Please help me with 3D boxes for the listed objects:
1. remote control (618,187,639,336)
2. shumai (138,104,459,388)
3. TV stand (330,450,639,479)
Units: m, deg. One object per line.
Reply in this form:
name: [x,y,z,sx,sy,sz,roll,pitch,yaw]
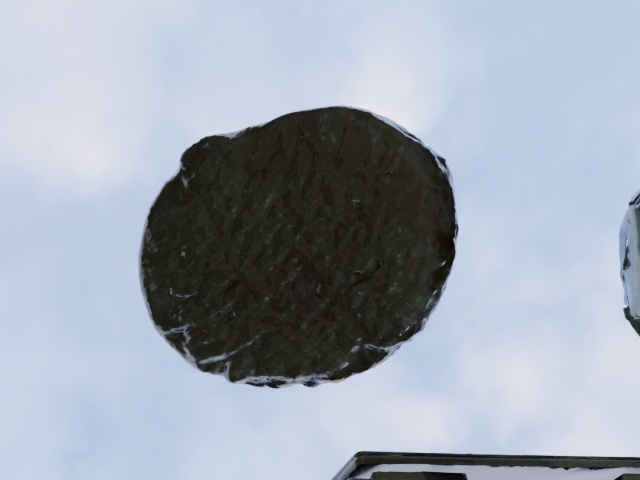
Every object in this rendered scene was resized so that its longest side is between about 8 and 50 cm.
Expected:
remote control: [0.204,0.026,0.531,0.052,0.247,0.104,3,-77,-34]
shumai: [0.000,0.001,0.556,0.124,0.087,0.099,-13,-88,20]
TV stand: [0.113,0.124,0.673,0.249,0.036,0.042,5,-131,-28]
